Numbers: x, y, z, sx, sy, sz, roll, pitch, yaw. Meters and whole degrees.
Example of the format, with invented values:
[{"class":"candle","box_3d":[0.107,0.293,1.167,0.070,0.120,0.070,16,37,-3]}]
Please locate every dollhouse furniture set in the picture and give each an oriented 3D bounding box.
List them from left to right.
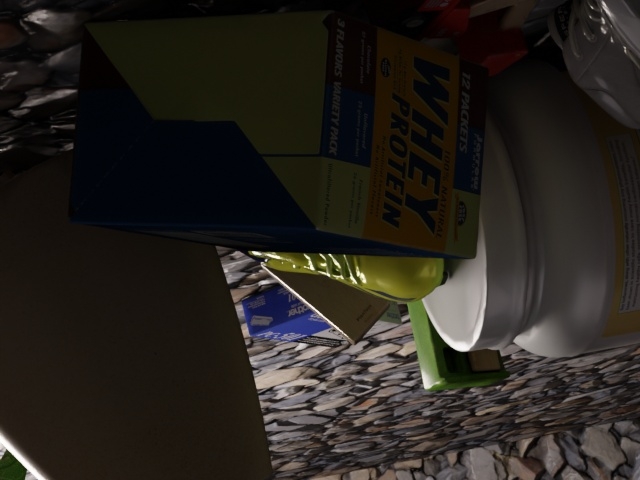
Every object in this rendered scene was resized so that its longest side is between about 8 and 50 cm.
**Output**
[{"class":"dollhouse furniture set","box_3d":[0.049,0.022,1.696,0.151,0.144,0.123,-49,169,-9]},{"class":"dollhouse furniture set","box_3d":[0.271,0.059,2.010,0.302,0.151,0.197,-2,162,-37]}]

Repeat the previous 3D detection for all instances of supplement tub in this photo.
[{"class":"supplement tub","box_3d":[0.251,-0.038,1.454,0.331,0.241,0.241,-9,165,-15]}]

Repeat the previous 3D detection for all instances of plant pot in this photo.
[{"class":"plant pot","box_3d":[-0.161,0.095,1.383,0.256,0.274,0.256,-30,174,-3]}]

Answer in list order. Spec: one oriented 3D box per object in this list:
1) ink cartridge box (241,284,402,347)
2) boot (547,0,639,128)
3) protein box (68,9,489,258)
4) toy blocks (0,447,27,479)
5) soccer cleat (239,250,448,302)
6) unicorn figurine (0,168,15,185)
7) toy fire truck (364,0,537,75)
[{"class":"ink cartridge box","box_3d":[0.004,0.083,2.075,0.097,0.046,0.207,-21,163,25]},{"class":"boot","box_3d":[0.195,-0.150,1.197,0.123,0.095,0.258,2,146,43]},{"class":"protein box","box_3d":[-0.024,-0.064,1.204,0.200,0.136,0.201,2,176,33]},{"class":"toy blocks","box_3d":[-0.335,0.241,1.798,0.289,0.260,0.309,18,154,-19]},{"class":"soccer cleat","box_3d":[0.000,0.001,1.485,0.121,0.093,0.289,-10,-166,-28]},{"class":"unicorn figurine","box_3d":[-0.294,-0.015,1.414,0.111,0.060,0.162,-27,158,29]},{"class":"toy fire truck","box_3d":[0.106,-0.167,1.224,0.135,0.047,0.192,-6,163,-26]}]
